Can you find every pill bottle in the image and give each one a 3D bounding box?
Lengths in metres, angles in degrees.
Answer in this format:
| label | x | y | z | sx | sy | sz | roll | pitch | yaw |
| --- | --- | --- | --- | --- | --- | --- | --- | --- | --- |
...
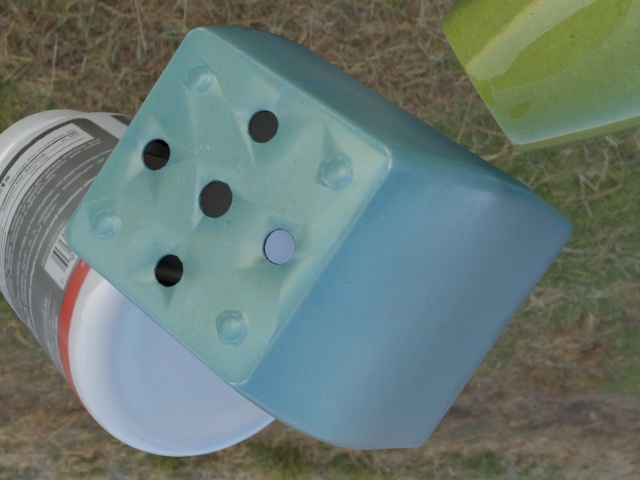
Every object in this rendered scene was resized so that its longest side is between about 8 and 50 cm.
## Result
| label | x | y | z | sx | sy | sz | roll | pitch | yaw |
| --- | --- | --- | --- | --- | --- | --- | --- | --- | --- |
| pill bottle | -0.165 | 0.007 | 0.737 | 0.210 | 0.363 | 0.210 | -14 | 117 | -30 |

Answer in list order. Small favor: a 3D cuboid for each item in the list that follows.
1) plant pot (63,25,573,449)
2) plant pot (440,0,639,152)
| label | x | y | z | sx | sy | sz | roll | pitch | yaw |
| --- | --- | --- | --- | --- | --- | --- | --- | --- | --- |
| plant pot | 0.000 | 0.000 | 0.430 | 0.166 | 0.165 | 0.234 | -56 | 158 | 6 |
| plant pot | 0.259 | -0.207 | 0.713 | 0.293 | 0.275 | 0.275 | -31 | 136 | 18 |
